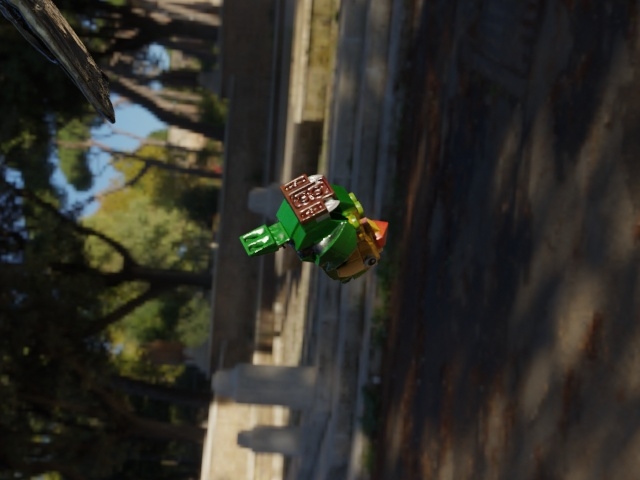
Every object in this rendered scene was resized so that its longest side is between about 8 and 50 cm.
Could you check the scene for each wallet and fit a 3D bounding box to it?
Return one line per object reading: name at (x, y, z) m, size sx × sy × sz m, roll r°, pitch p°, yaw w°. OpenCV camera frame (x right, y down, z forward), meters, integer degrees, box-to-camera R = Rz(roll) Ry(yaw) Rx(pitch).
wallet at (-0.318, -0.263, 1.014) m, size 0.323 × 0.041 × 0.247 m, roll 53°, pitch 178°, yaw -23°

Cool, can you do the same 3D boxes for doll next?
doll at (0.006, -0.006, 1.325) m, size 0.134 × 0.186 × 0.106 m, roll -49°, pitch 44°, yaw 15°
